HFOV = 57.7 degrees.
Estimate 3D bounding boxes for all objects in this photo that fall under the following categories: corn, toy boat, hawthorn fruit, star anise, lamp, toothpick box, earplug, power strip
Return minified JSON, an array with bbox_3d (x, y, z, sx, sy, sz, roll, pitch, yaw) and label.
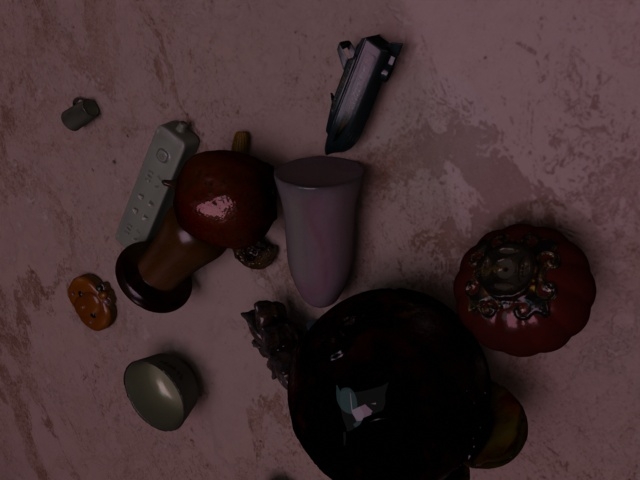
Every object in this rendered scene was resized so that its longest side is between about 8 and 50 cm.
[{"bbox_3d":[-0.175,-0.191,1.254,0.037,0.037,0.092,21,113,21],"label":"corn"},{"bbox_3d":[0.056,-0.263,1.064,0.103,0.093,0.246,28,120,9],"label":"toy boat"},{"bbox_3d":[-0.202,-0.091,1.172,0.250,0.215,0.215,21,118,0],"label":"hawthorn fruit"},{"bbox_3d":[-0.080,0.238,1.292,0.223,0.109,0.235,47,158,50],"label":"star anise"},{"bbox_3d":[0.339,0.084,0.973,0.227,0.227,0.226,10,112,26],"label":"lamp"},{"bbox_3d":[-0.339,0.039,1.338,0.294,0.192,0.192,-41,86,32],"label":"toothpick box"},{"bbox_3d":[0.000,0.000,1.166,0.173,0.172,0.301,13,121,25],"label":"earplug"},{"bbox_3d":[-0.391,-0.124,1.383,0.091,0.062,0.385,38,122,9],"label":"power strip"}]

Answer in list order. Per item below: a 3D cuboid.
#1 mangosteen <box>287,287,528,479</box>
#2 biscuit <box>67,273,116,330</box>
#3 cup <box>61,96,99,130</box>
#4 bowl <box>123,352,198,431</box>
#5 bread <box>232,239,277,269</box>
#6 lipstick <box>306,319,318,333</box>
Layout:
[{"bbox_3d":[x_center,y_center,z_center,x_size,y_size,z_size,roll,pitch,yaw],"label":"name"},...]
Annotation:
[{"bbox_3d":[0.144,0.295,1.055,0.421,0.381,0.381,48,123,4],"label":"mangosteen"},{"bbox_3d":[-0.645,0.175,1.640,0.170,0.050,0.170,10,113,25],"label":"biscuit"},{"bbox_3d":[-0.589,-0.318,1.437,0.083,0.074,0.054,-20,134,30],"label":"cup"},{"bbox_3d":[-0.409,0.390,1.550,0.212,0.112,0.211,9,111,26],"label":"bowl"},{"bbox_3d":[-0.157,0.023,1.307,0.113,0.060,0.082,33,118,13],"label":"bread"},{"bbox_3d":[-0.003,0.260,1.315,0.048,0.048,0.157,5,110,28],"label":"lipstick"}]
